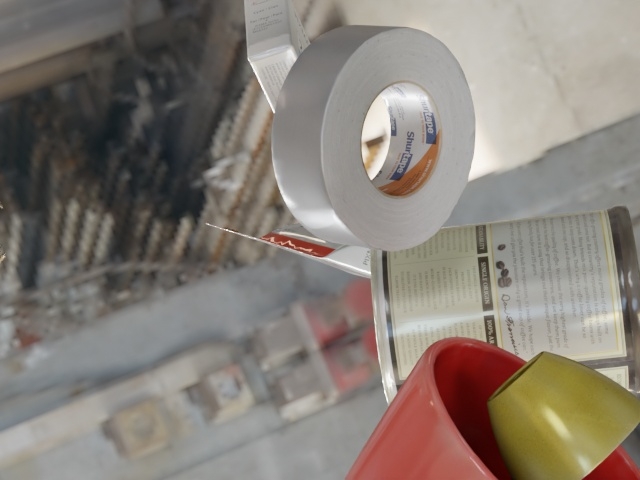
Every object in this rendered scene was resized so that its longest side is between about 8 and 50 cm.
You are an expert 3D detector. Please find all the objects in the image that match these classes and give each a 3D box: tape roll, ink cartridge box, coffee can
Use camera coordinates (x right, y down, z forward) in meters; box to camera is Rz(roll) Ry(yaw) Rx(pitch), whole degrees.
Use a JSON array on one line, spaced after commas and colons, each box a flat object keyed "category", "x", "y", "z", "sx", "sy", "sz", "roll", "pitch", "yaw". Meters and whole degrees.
[{"category": "tape roll", "x": 0.055, "y": -0.101, "z": 1.705, "sx": 0.072, "sy": 0.219, "sz": 0.219, "roll": 9, "pitch": 120, "yaw": 46}, {"category": "ink cartridge box", "x": 0.000, "y": 0.000, "z": 2.181, "sx": 0.189, "sy": 0.232, "sz": 0.066, "roll": 14, "pitch": 82, "yaw": 61}, {"category": "ink cartridge box", "x": -0.029, "y": -0.221, "z": 2.356, "sx": 0.261, "sy": 0.066, "sz": 0.296, "roll": -98, "pitch": -13, "yaw": -47}, {"category": "coffee can", "x": 0.203, "y": 0.076, "z": 1.869, "sx": 0.201, "sy": 0.275, "sz": 0.201, "roll": -6, "pitch": -90, "yaw": -83}]

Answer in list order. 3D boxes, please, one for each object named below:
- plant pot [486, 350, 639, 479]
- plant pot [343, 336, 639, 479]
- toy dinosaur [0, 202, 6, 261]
[{"category": "plant pot", "x": 0.201, "y": 0.152, "z": 1.502, "sx": 0.095, "sy": 0.134, "sz": 0.134, "roll": 49, "pitch": 159, "yaw": 3}, {"category": "plant pot", "x": 0.126, "y": 0.261, "z": 1.527, "sx": 0.243, "sy": 0.275, "sz": 0.275, "roll": -49, "pitch": 55, "yaw": 23}, {"category": "toy dinosaur", "x": -0.323, "y": 0.010, "z": 1.501, "sx": 0.053, "sy": 0.093, "sz": 0.183, "roll": 28, "pitch": 122, "yaw": 31}]
